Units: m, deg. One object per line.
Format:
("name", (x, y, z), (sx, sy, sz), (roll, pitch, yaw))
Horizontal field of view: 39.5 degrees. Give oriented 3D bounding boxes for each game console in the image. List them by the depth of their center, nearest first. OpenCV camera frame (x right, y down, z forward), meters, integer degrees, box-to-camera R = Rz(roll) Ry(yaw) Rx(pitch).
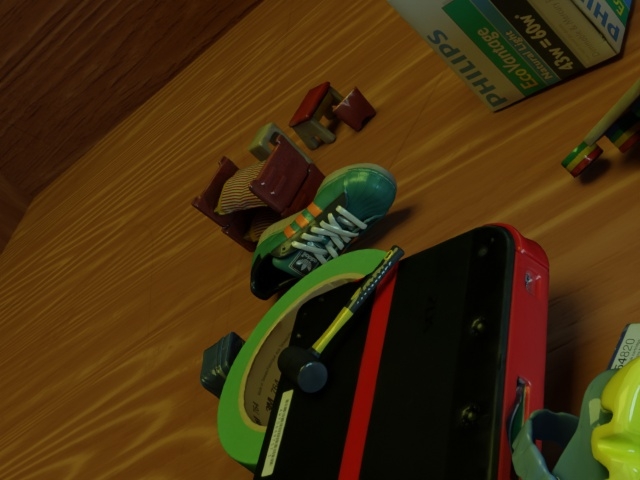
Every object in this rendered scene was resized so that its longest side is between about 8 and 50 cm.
("game console", (0.067, 0.174, 0.889), (0.342, 0.060, 0.387), (-27, 35, 40))

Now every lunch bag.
("lunch bag", (-0.132, 0.187, 1.315), (0.065, 0.067, 0.098), (-38, 27, 20))

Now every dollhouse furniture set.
("dollhouse furniture set", (-0.044, -0.170, 1.595), (0.201, 0.152, 0.374), (-14, 41, 51))

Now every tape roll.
("tape roll", (0.006, 0.158, 1.128), (0.321, 0.077, 0.321), (-36, 28, 23))

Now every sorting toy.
("sorting toy", (0.376, -0.164, 0.971), (0.132, 0.046, 0.274), (-35, -13, -29))

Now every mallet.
("mallet", (0.030, 0.084, 0.959), (0.190, 0.039, 0.062), (-47, 27, 0))

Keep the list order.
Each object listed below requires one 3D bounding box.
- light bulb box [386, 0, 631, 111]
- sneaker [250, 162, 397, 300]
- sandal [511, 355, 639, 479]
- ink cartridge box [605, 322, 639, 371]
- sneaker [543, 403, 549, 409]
("light bulb box", (0.263, -0.452, 1.271), (0.225, 0.358, 0.361), (-22, 36, 47))
("sneaker", (0.000, 0.000, 1.345), (0.302, 0.108, 0.121), (-37, 26, 40))
("sandal", (0.190, 0.236, 0.603), (0.138, 0.126, 0.317), (-14, 62, 60))
("ink cartridge box", (0.301, 0.164, 0.681), (0.224, 0.045, 0.223), (-5, 49, 56))
("sneaker", (0.161, 0.183, 0.885), (0.162, 0.063, 0.073), (-11, 62, 57))
